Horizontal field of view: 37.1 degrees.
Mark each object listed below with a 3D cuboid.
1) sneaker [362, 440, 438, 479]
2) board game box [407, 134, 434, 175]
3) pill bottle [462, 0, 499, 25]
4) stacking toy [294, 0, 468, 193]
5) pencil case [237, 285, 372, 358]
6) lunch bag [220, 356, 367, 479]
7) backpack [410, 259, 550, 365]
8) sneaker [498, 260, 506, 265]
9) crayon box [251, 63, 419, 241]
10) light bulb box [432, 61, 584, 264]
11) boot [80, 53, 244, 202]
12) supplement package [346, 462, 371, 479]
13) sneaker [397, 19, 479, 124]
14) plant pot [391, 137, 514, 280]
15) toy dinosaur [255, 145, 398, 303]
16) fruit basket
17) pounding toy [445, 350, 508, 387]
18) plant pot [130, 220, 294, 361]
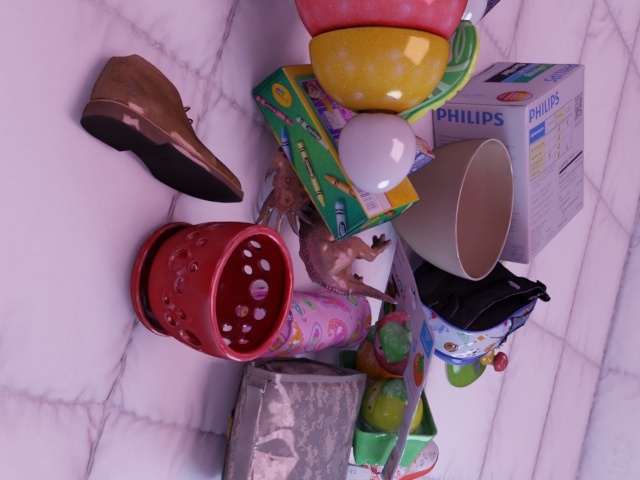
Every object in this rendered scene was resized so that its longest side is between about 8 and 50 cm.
[{"bbox_3d":[0.184,0.439,2.071,0.270,0.090,0.144,-17,115,-53],"label":"sneaker"},{"bbox_3d":[0.102,-0.147,1.733,0.193,0.147,0.045,17,44,-59],"label":"board game box"},{"bbox_3d":[0.271,-0.514,1.862,0.323,0.182,0.181,-47,135,-42],"label":"pill bottle"},{"bbox_3d":[0.080,-0.310,1.421,0.351,0.351,0.479,7,87,-58],"label":"stacking toy"},{"bbox_3d":[-0.024,0.134,1.631,0.284,0.124,0.124,4,94,-57],"label":"pencil case"},{"bbox_3d":[-0.064,0.317,1.571,0.287,0.169,0.235,14,87,-63],"label":"lunch bag"},{"bbox_3d":[0.294,0.136,2.028,0.263,0.276,0.213,-23,139,-45],"label":"backpack"},{"bbox_3d":[0.444,-0.018,2.381,0.082,0.069,0.209,49,57,-47],"label":"sneaker"},{"bbox_3d":[0.027,-0.150,1.534,0.165,0.081,0.278,-21,79,-54],"label":"crayon box"},{"bbox_3d":[0.438,-0.190,2.176,0.358,0.225,0.361,-35,126,-48],"label":"light bulb box"},{"bbox_3d":[-0.193,-0.144,1.308,0.305,0.112,0.115,41,54,-52],"label":"boot"},{"bbox_3d":[0.009,0.501,1.795,0.105,0.105,0.179,31,73,-57],"label":"supplement package"},{"bbox_3d":[0.166,-0.292,1.726,0.295,0.109,0.123,-42,132,8],"label":"sneaker"},{"bbox_3d":[0.250,-0.074,1.941,0.284,0.191,0.284,-24,118,-54],"label":"plant pot"},{"bbox_3d":[0.000,0.000,1.558,0.200,0.127,0.295,-5,63,-55],"label":"toy dinosaur"},{"bbox_3d":[0.122,0.223,1.739,0.327,0.166,0.353,-102,-165,-57],"label":"fruit basket"},{"bbox_3d":[0.395,0.255,2.337,0.183,0.110,0.236,-23,118,-54],"label":"pounding toy"},{"bbox_3d":[-0.158,0.061,1.343,0.191,0.174,0.191,-24,119,-53],"label":"plant pot"}]
